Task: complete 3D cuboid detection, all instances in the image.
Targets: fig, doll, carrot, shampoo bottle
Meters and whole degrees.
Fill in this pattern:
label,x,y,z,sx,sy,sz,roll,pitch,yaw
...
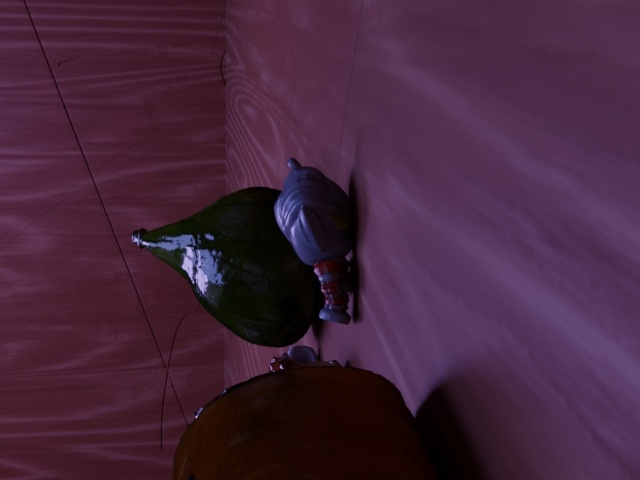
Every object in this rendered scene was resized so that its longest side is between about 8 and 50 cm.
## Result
label,x,y,z,sx,sy,sz,roll,pitch,yaw
fig,-0.121,0.030,1.242,0.203,0.235,0.203,-176,90,-81
doll,0.000,0.000,1.009,0.094,0.079,0.180,3,-108,-76
carrot,-0.003,0.211,0.633,0.331,0.193,0.214,-105,-11,-55
shampoo bottle,-0.026,0.189,1.252,0.099,0.043,0.072,99,168,-46

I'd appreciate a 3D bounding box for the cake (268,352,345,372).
label,x,y,z,sx,sy,sz,roll,pitch,yaw
cake,-0.009,0.212,1.013,0.220,0.086,0.116,-99,10,-47
